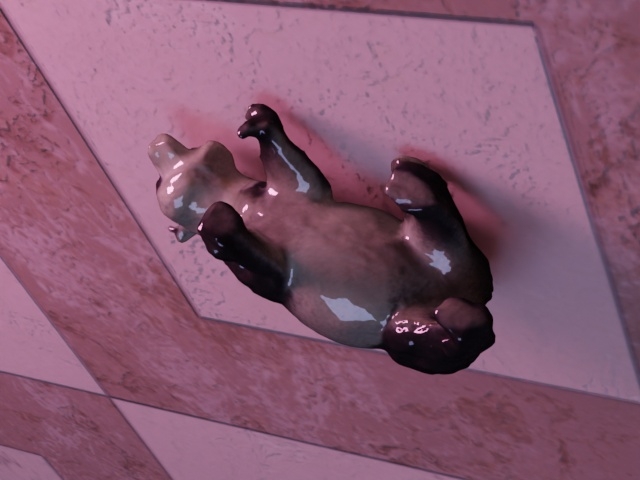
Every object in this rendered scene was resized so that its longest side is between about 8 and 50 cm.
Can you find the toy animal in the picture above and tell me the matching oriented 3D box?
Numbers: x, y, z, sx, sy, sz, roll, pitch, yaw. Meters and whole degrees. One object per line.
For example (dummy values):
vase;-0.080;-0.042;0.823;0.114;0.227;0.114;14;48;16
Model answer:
toy animal;0.000;0.000;0.887;0.225;0.093;0.121;21;160;7
